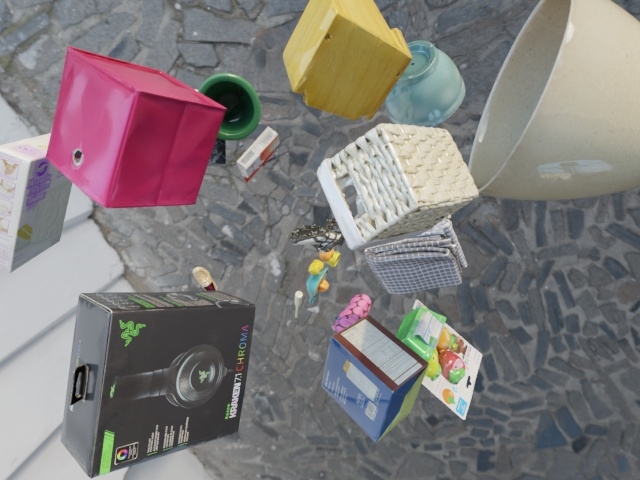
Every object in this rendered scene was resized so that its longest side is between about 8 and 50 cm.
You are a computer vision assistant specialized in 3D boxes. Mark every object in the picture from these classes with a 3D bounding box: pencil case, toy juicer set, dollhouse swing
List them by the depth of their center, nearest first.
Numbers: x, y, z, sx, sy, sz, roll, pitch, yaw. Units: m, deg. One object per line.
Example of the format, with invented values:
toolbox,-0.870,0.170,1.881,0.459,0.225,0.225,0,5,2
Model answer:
dollhouse swing,0.039,-0.591,1.285,0.305,0.346,0.315,54,124,29
pencil case,0.127,0.293,1.730,0.098,0.209,0.095,-17,102,32
toy juicer set,-0.011,0.169,1.781,0.089,0.209,0.329,27,77,12

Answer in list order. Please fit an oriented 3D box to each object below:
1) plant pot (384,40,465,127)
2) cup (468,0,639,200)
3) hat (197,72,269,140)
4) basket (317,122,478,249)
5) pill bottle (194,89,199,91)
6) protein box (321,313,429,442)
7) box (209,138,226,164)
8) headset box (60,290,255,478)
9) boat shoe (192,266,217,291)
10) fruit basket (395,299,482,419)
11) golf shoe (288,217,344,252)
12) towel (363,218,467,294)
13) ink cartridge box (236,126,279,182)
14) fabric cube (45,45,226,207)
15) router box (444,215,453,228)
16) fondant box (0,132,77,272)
plant pot,0.346,-0.574,1.555,0.293,0.293,0.196,-20,146,18
cup,0.414,-0.197,0.696,0.236,0.331,0.331,19,114,3
hat,-0.259,-0.393,1.272,0.173,0.183,0.209,-18,121,1
basket,0.099,-0.067,0.525,0.103,0.167,0.113,-32,76,43
pill bottle,-0.517,-0.455,1.777,0.229,0.229,0.408,41,80,-7
protein box,0.127,0.337,1.084,0.201,0.136,0.200,37,133,36
box,-0.367,-0.304,1.280,0.093,0.158,0.156,4,96,43
headset box,-0.273,0.216,0.737,0.131,0.283,0.246,10,91,42
boat shoe,-0.516,0.188,1.982,0.063,0.059,0.170,-36,131,-6
fruit basket,0.453,0.426,1.640,0.353,0.327,0.165,38,135,4
golf shoe,0.000,0.000,1.200,0.077,0.198,0.094,30,124,46
towel,0.304,0.068,1.388,0.283,0.121,0.235,-9,139,25
ink cartridge box,-0.182,-0.245,1.329,0.045,0.179,0.145,38,80,9
fabric cube,-0.423,-0.248,1.007,0.254,0.259,0.258,35,112,23
router box,0.464,-0.052,1.770,0.046,0.178,0.133,-9,88,55
fondant box,-0.795,-0.110,1.199,0.096,0.238,0.330,21,110,-8
